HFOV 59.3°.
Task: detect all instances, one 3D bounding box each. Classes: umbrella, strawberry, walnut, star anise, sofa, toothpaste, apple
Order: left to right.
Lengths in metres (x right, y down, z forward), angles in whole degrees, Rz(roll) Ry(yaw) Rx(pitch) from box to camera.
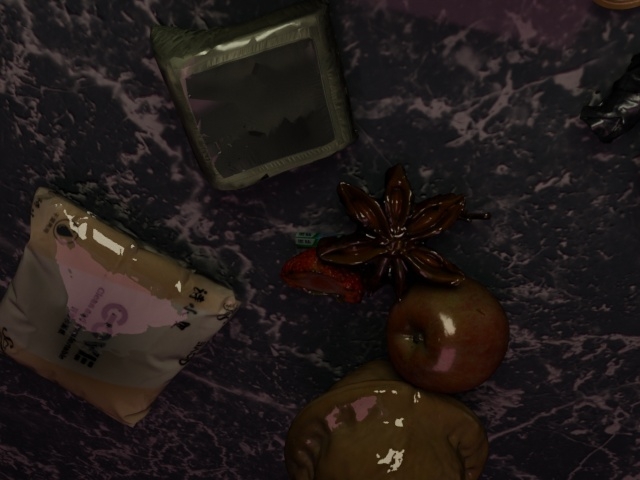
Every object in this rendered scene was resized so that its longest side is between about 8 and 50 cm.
[{"bbox_3d":[-0.085,-0.202,0.748,0.226,0.176,0.210,-23,125,-5],"label":"sofa"},{"bbox_3d":[0.000,0.000,0.934,0.084,0.017,0.020,3,130,11],"label":"toothpaste"},{"bbox_3d":[0.002,0.049,0.905,0.147,0.082,0.187,7,168,6],"label":"strawberry"},{"bbox_3d":[0.114,0.404,1.011,0.384,0.383,0.383,7,130,8],"label":"walnut"},{"bbox_3d":[0.108,-0.003,0.825,0.220,0.126,0.190,28,87,-3],"label":"star anise"},{"bbox_3d":[0.196,0.146,0.889,0.174,0.188,0.188,2,147,-46],"label":"apple"},{"bbox_3d":[0.408,-0.201,0.642,0.224,0.080,0.071,-36,79,31],"label":"umbrella"}]

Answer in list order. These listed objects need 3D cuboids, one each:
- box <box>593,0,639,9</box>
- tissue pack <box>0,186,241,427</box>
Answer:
[{"bbox_3d":[0.325,-0.301,0.593,0.106,0.037,0.105,7,130,9],"label":"box"},{"bbox_3d":[-0.389,0.129,1.034,0.390,0.195,0.375,31,117,-12],"label":"tissue pack"}]
